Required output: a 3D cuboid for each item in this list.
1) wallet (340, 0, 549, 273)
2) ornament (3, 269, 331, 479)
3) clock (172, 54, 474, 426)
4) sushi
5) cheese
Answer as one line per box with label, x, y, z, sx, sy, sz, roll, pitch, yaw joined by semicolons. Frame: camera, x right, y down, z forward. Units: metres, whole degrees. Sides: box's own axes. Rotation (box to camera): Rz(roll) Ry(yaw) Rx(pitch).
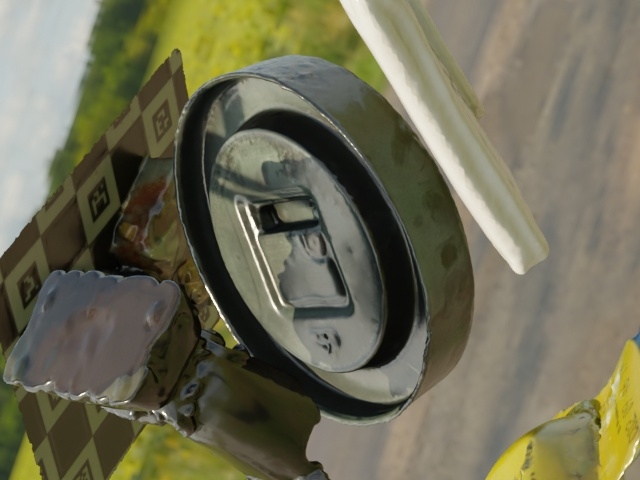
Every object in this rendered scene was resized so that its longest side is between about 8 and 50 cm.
wallet;0.040;-0.075;0.829;0.032;0.183;0.124;-29;41;5
ornament;-0.090;0.134;1.552;0.251;0.260;0.106;7;64;54
clock;-0.001;0.000;1.648;0.066;0.319;0.319;-27;-22;-34
sushi;-0.164;0.058;1.869;0.359;0.064;0.343;-55;-32;-42
cheese;0.146;0.148;1.155;0.177;0.069;0.270;-85;18;-59
